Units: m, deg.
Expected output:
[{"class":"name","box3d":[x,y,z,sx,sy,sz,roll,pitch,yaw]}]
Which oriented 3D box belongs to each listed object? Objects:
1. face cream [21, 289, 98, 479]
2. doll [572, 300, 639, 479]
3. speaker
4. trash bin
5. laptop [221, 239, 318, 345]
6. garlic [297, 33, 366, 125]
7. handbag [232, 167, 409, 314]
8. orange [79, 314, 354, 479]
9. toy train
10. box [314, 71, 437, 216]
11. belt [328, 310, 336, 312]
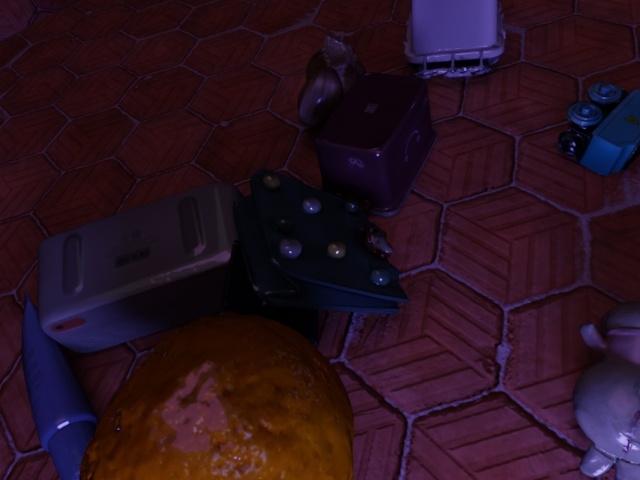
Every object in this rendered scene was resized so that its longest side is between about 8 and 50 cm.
[{"class":"face cream","box3d":[-0.465,0.257,0.854,0.086,0.135,0.385,-9,41,-41]},{"class":"doll","box3d":[0.422,0.190,0.667,0.155,0.113,0.275,19,58,23]},{"class":"speaker","box3d":[-0.316,0.055,0.930,0.406,0.183,0.184,-18,55,0]},{"class":"trash bin","box3d":[0.318,-0.606,1.170,0.256,0.368,0.296,3,53,16]},{"class":"laptop","box3d":[-0.076,0.090,0.842,0.016,0.197,0.135,-32,42,36]},{"class":"garlic","box3d":[0.032,-0.346,1.164,0.160,0.191,0.214,12,51,-10]},{"class":"handbag","box3d":[0.000,-0.004,0.845,0.274,0.100,0.269,12,35,-26]},{"class":"orange","box3d":[-0.110,0.264,0.612,0.293,0.340,0.340,28,61,5]},{"class":"toy train","box3d":[0.569,-0.223,0.972,0.198,0.107,0.154,-41,61,-19]},{"class":"box","box3d":[0.116,-0.214,1.040,0.193,0.167,0.294,15,57,27]},{"class":"belt","box3d":[0.027,0.089,0.886,0.036,0.059,0.083,-9,48,8]}]
